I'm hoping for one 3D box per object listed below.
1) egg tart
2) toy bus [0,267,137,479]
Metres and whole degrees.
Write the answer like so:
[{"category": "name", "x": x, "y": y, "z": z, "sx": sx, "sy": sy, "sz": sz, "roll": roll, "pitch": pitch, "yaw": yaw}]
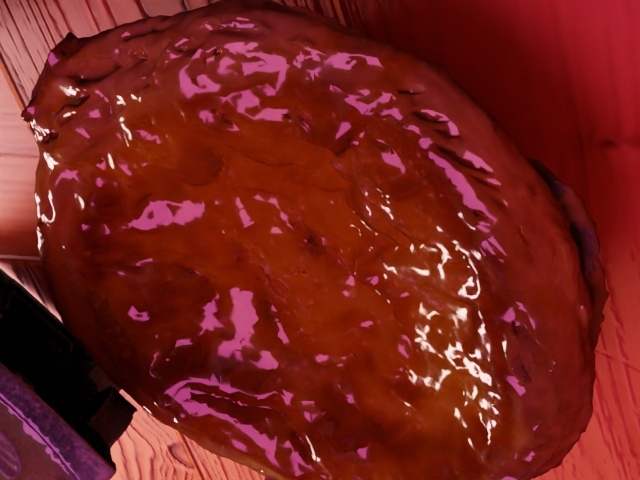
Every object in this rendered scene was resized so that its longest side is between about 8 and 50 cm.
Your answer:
[{"category": "egg tart", "x": 0.004, "y": 0.001, "z": 0.848, "sx": 0.341, "sy": 0.129, "sz": 0.341, "roll": 19, "pitch": 136, "yaw": 19}, {"category": "toy bus", "x": -0.228, "y": 0.115, "z": 0.967, "sx": 0.152, "sy": 0.190, "sz": 0.312, "roll": 45, "pitch": 178, "yaw": -10}]
